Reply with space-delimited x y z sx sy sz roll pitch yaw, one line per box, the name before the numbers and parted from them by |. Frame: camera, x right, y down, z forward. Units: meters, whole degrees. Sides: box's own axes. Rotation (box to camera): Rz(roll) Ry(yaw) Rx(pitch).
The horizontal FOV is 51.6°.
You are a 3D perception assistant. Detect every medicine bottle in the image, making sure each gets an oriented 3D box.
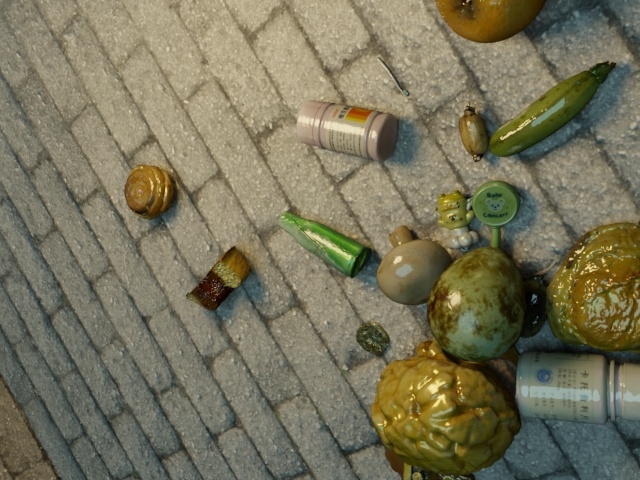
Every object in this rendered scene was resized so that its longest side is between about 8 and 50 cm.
medicine bottle | 0.638 0.361 1.621 0.292 0.170 0.170 0 104 25
medicine bottle | 0.072 -0.298 1.788 0.249 0.133 0.133 16 112 27

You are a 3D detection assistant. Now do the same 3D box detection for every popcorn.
popcorn | 0.319 0.450 1.729 0.354 0.390 0.344 -34 103 8

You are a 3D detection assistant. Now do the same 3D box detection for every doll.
doll | 0.358 -0.049 1.733 0.106 0.062 0.163 -15 96 30

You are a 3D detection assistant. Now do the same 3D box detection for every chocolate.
chocolate | 0.000 0.000 1.938 0.291 0.110 0.110 30 117 23

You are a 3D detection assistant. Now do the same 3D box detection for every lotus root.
lotus root | 0.536 0.170 1.680 0.089 0.080 0.179 16 110 28
lotus root | 0.382 -0.272 1.654 0.072 0.063 0.152 -155 49 -68

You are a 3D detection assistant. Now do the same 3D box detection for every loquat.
loquat | 0.372 -0.573 1.464 0.263 0.263 0.263 9 108 28

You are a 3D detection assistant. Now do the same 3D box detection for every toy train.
toy train | 0.273 0.613 1.941 0.081 0.060 0.202 -5 78 33

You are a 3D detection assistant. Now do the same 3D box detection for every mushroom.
mushroom | 0.243 0.060 1.778 0.207 0.207 0.215 -45 47 32

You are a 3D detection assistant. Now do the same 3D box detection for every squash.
squash | 0.536 -0.298 1.543 0.341 0.094 0.095 -36 85 32

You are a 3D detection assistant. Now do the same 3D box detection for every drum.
drum | 0.465 -0.032 1.681 0.130 0.049 0.253 -15 106 22

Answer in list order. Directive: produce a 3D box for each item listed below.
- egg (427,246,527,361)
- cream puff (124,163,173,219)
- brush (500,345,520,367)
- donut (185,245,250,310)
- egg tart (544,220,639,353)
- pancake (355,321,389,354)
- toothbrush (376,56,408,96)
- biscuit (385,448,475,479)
egg | 0.388 0.155 1.629 0.238 0.238 0.290 10 69 28
cream puff | -0.560 -0.157 2.198 0.189 0.129 0.189 3 94 36
brush | 0.536 0.328 1.768 0.272 0.013 0.103 44 121 12
donut | -0.307 0.117 2.132 0.112 0.151 0.295 46 135 -4
egg tart | 0.706 0.122 1.528 0.351 0.153 0.340 11 105 22
pancake | 0.155 0.294 1.976 0.108 0.017 0.108 11 113 28
toothbrush | 0.189 -0.433 1.751 0.131 0.011 0.013 53 135 7
biscuit | 0.325 0.707 1.982 0.295 0.044 0.186 29 114 20
